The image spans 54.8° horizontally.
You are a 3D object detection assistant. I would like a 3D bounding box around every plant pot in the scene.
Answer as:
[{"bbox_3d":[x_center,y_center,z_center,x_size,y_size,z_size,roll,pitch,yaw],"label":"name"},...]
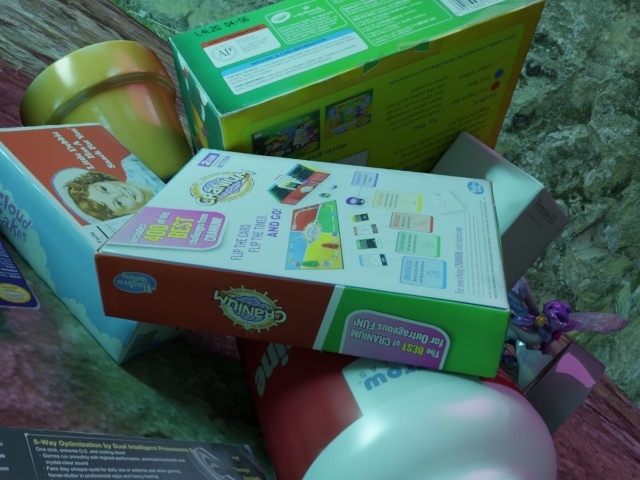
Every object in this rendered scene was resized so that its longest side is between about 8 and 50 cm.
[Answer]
[{"bbox_3d":[-0.266,-0.129,0.841,0.188,0.205,0.205,57,17,10],"label":"plant pot"}]

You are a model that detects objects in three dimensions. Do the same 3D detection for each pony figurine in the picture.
[{"bbox_3d":[0.529,0.225,1.547,0.363,0.303,0.351,49,-15,-14],"label":"pony figurine"}]

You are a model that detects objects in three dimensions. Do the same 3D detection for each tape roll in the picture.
[{"bbox_3d":[0.418,0.287,1.130,0.072,0.219,0.219,41,14,19],"label":"tape roll"}]

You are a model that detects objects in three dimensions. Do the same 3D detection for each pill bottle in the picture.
[{"bbox_3d":[0.062,0.168,0.574,0.229,0.229,0.408,30,15,-31],"label":"pill bottle"}]

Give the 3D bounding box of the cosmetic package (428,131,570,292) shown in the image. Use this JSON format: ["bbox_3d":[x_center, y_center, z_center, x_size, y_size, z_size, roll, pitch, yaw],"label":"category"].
[{"bbox_3d":[0.186,0.050,0.955,0.156,0.385,0.217,46,16,30],"label":"cosmetic package"}]

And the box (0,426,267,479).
[{"bbox_3d":[-0.115,0.210,0.303,0.307,0.077,0.242,24,19,-46],"label":"box"}]

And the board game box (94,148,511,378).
[{"bbox_3d":[0.000,0.000,0.567,0.316,0.064,0.242,8,29,9],"label":"board game box"}]

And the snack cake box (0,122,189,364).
[{"bbox_3d":[-0.226,-0.012,0.656,0.264,0.089,0.152,42,31,16],"label":"snack cake box"}]

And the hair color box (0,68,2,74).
[{"bbox_3d":[-0.540,-0.330,0.798,0.347,0.105,0.174,49,-13,38],"label":"hair color box"}]

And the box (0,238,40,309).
[{"bbox_3d":[-0.345,-0.009,0.523,0.225,0.037,0.136,44,15,31],"label":"box"}]

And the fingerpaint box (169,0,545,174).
[{"bbox_3d":[0.048,-0.164,0.883,0.163,0.444,0.371,56,-19,30],"label":"fingerpaint box"}]
